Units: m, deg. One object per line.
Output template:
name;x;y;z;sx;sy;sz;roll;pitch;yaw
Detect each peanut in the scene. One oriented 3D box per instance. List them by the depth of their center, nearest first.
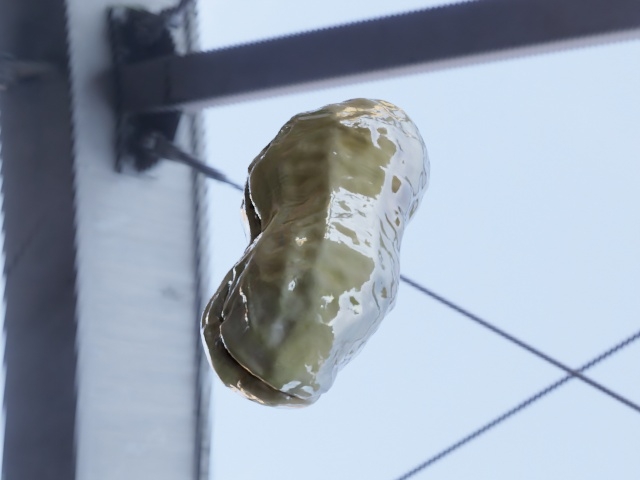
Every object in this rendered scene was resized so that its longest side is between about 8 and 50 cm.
peanut;0.000;0.000;1.045;0.130;0.130;0.290;-24;-149;31
